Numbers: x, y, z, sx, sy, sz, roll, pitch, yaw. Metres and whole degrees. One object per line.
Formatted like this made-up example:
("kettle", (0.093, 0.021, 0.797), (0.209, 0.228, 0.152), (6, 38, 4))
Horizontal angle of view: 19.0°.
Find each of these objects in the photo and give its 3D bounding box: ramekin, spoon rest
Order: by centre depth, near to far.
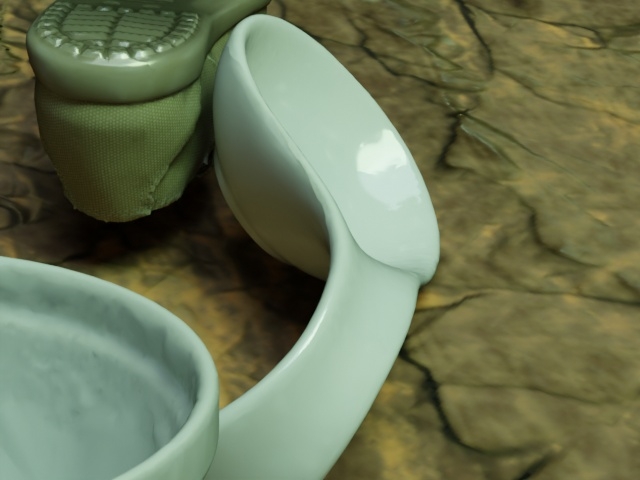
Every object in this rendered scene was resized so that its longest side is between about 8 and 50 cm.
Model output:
("ramekin", (-0.137, 0.089, 0.598), (0.207, 0.109, 0.207), (3, 20, -1))
("spoon rest", (0.000, 0.000, 0.783), (0.084, 0.137, 0.276), (-32, 27, 28))

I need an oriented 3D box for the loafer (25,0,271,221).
("loafer", (-0.085, -0.079, 0.913), (0.102, 0.092, 0.268), (10, 18, 6))
